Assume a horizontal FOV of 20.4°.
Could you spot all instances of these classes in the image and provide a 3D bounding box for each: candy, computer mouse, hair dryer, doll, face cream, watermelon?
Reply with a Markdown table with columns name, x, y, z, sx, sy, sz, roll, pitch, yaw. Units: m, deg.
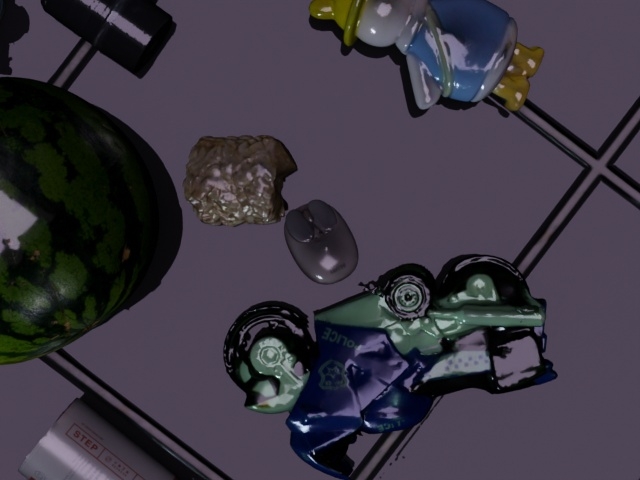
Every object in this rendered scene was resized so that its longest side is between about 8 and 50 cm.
| name | x | y | z | sx | sy | sz | roll | pitch | yaw |
| --- | --- | --- | --- | --- | --- | --- | --- | --- | --- |
| candy | -0.080 | -0.061 | 1.817 | 0.110 | 0.085 | 0.095 | 6 | 82 | 11 |
| computer mouse | 0.000 | 0.000 | 1.817 | 0.066 | 0.039 | 0.096 | -25 | 69 | -6 |
| hair dryer | -0.176 | -0.291 | 1.821 | 0.124 | 0.071 | 0.219 | 37 | 84 | 0 |
| doll | 0.108 | -0.214 | 1.803 | 0.241 | 0.099 | 0.135 | 24 | 113 | 1 |
| face cream | -0.195 | 0.262 | 1.807 | 0.214 | 0.096 | 0.096 | 39 | 90 | -1 |
| watermelon | -0.304 | -0.016 | 1.709 | 0.285 | 0.285 | 0.285 | 0 | 91 | 0 |

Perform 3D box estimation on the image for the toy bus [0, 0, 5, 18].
| name | x | y | z | sx | sy | sz | roll | pitch | yaw |
| --- | --- | --- | --- | --- | --- | --- | --- | --- | --- |
| toy bus | -0.390 | -0.321 | 1.785 | 0.150 | 0.128 | 0.262 | 6 | 91 | 0 |

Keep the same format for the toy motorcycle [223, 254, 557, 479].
| name | x | y | z | sx | sy | sz | roll | pitch | yaw |
| --- | --- | --- | --- | --- | --- | --- | --- | --- | --- |
| toy motorcycle | 0.074 | 0.130 | 1.800 | 0.331 | 0.125 | 0.196 | -14 | 92 | 3 |
